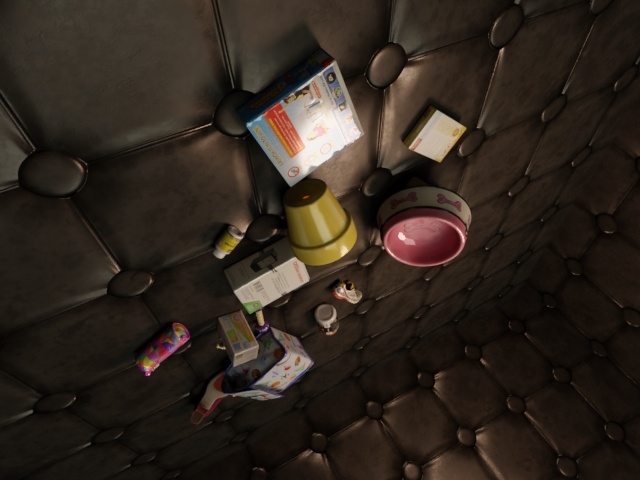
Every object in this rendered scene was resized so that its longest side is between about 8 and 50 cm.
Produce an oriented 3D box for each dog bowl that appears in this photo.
[{"bbox_3d":[0.443,-0.043,1.811,0.408,0.150,0.408,6,142,5],"label":"dog bowl"}]

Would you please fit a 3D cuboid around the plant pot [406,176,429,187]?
[{"bbox_3d":[0.420,-0.229,1.811,0.081,0.083,0.081,14,123,-48],"label":"plant pot"}]

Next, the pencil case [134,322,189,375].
[{"bbox_3d":[-0.646,0.440,1.711,0.236,0.104,0.104,-43,145,9],"label":"pencil case"}]

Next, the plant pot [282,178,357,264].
[{"bbox_3d":[-0.020,-0.079,1.505,0.254,0.254,0.239,-30,130,-7],"label":"plant pot"}]

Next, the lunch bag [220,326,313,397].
[{"bbox_3d":[-0.277,0.668,2.148,0.385,0.239,0.328,-42,145,2],"label":"lunch bag"}]

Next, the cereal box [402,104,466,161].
[{"bbox_3d":[0.452,-0.414,1.650,0.240,0.047,0.173,9,126,-44],"label":"cereal box"}]

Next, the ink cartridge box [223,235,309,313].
[{"bbox_3d":[-0.211,0.143,1.695,0.289,0.121,0.211,-28,145,-10],"label":"ink cartridge box"}]

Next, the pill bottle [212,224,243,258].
[{"bbox_3d":[-0.332,0.007,1.486,0.116,0.065,0.065,-47,143,18],"label":"pill bottle"}]

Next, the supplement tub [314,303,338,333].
[{"bbox_3d":[0.036,0.428,2.243,0.117,0.117,0.190,-28,144,-10],"label":"supplement tub"}]

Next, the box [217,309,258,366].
[{"bbox_3d":[-0.364,0.424,1.831,0.114,0.203,0.103,-16,141,-29],"label":"box"}]

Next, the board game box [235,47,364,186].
[{"bbox_3d":[-0.048,-0.356,1.271,0.302,0.086,0.308,-35,145,1],"label":"board game box"}]

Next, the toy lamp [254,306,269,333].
[{"bbox_3d":[-0.281,0.327,1.898,0.080,0.080,0.274,-21,144,-19],"label":"toy lamp"}]

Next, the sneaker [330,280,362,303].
[{"bbox_3d":[0.153,0.263,2.170,0.092,0.088,0.225,-49,143,17],"label":"sneaker"}]

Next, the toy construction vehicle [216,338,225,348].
[{"bbox_3d":[-0.436,0.479,1.984,0.098,0.035,0.086,16,121,-48],"label":"toy construction vehicle"}]

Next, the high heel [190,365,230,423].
[{"bbox_3d":[-0.556,0.796,2.247,0.377,0.127,0.181,-48,-178,4],"label":"high heel"}]
